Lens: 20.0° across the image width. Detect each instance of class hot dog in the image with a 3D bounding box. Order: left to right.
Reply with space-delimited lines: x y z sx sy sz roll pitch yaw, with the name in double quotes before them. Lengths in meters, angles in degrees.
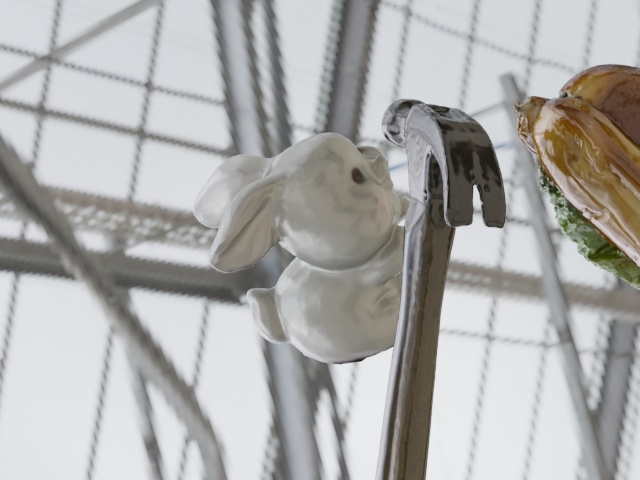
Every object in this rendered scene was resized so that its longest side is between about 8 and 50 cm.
"hot dog" 0.277 -0.001 1.290 0.337 0.100 0.135 39 -130 4

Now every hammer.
"hammer" 0.062 0.126 1.258 0.044 0.168 0.440 3 -78 -16

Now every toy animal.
"toy animal" -0.003 0.008 1.574 0.127 0.178 0.193 -97 -18 -58
